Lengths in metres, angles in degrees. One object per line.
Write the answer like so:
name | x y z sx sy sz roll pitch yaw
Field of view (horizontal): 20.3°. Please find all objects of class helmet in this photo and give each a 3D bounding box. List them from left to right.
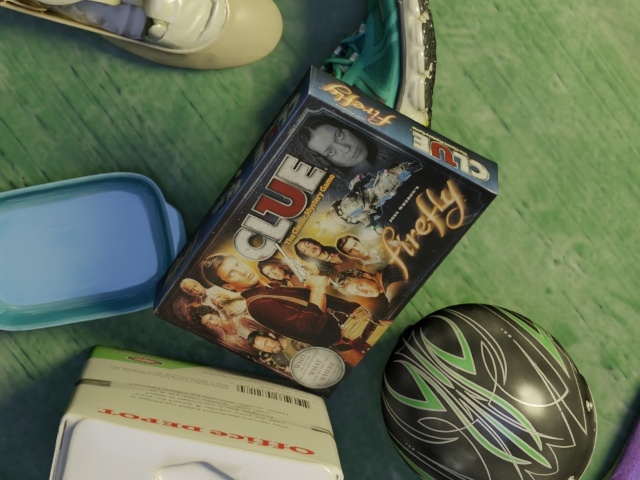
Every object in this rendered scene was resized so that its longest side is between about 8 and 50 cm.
helmet | 0.130 0.131 1.400 0.169 0.161 0.169 0 97 -3

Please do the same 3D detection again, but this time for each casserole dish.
casserole dish | -0.201 0.007 1.431 0.188 0.037 0.114 -10 98 -1

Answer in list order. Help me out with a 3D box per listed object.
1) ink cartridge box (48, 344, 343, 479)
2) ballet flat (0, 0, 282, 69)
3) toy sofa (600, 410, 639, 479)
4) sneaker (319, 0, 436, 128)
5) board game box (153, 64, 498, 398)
ink cartridge box | -0.096 0.171 1.338 0.198 0.273 0.115 11 96 -4
ballet flat | -0.151 -0.186 1.387 0.248 0.086 0.086 12 96 -5
toy sofa | 0.356 0.141 1.420 0.177 0.150 0.363 24 95 -7
sneaker | 0.034 -0.112 1.399 0.110 0.107 0.275 5 97 5
board game box | 0.000 0.000 1.359 0.165 0.042 0.243 26 124 -16
